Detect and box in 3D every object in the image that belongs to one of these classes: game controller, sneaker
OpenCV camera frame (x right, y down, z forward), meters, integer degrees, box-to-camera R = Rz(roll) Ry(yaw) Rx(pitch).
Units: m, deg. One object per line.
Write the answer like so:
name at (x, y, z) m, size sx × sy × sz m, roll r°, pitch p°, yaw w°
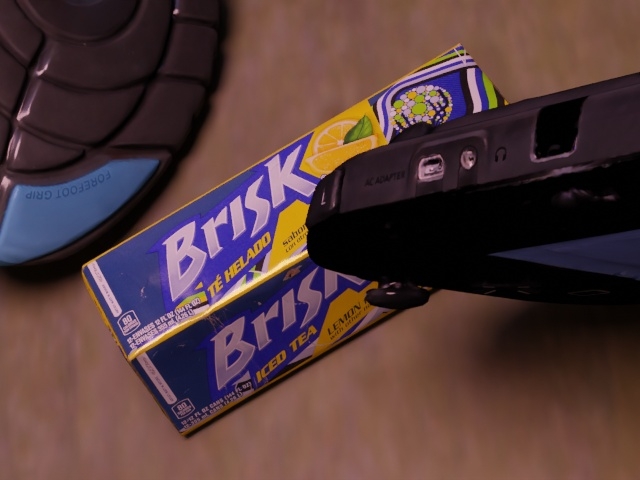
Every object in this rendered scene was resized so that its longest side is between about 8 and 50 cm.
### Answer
game controller at (0.144, -0.014, 0.579) m, size 0.319 × 0.166 × 0.067 m, roll -10°, pitch 67°, yaw 50°
sneaker at (-0.123, -0.131, 0.875) m, size 0.140 × 0.125 × 0.340 m, roll -21°, pitch 49°, yaw 42°

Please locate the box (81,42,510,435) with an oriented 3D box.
box at (0.000, 0.000, 0.749) m, size 0.169 × 0.059 × 0.054 m, roll -31°, pitch 49°, yaw -3°
